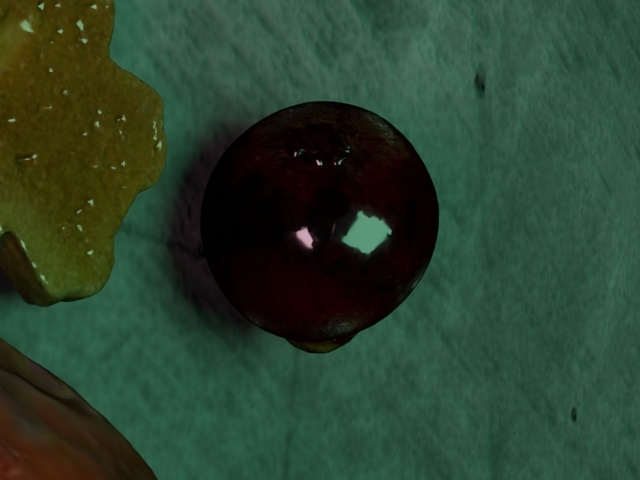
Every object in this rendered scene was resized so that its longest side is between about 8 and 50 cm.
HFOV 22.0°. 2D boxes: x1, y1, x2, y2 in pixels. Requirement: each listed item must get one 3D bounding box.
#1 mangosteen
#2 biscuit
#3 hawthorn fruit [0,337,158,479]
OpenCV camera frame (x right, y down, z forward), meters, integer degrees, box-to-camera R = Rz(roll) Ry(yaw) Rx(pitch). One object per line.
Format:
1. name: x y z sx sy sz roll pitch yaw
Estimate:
1. mangosteen: 0.000 0.000 0.846 0.140 0.140 0.140 1 89 -54
2. biscuit: -0.151 -0.076 0.701 0.225 0.036 0.166 50 51 -38
3. hawthorn fruit: -0.130 0.150 0.484 0.307 0.276 0.276 23 66 -12
